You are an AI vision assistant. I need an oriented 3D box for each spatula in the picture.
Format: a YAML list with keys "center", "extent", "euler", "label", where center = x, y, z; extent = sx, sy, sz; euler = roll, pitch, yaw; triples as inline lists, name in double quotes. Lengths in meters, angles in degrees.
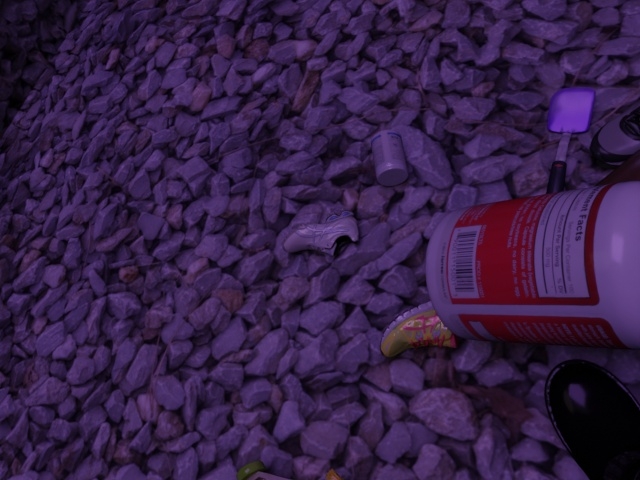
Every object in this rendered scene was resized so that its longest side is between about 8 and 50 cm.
- center: [0.471, -0.169, 1.109]
  extent: [0.084, 0.030, 0.296]
  euler: [8, 70, 29]
  label: "spatula"

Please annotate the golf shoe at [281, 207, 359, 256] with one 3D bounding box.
- center: [0.000, 0.000, 1.223]
  extent: [0.176, 0.069, 0.086]
  euler: [-24, 64, 14]
  label: "golf shoe"

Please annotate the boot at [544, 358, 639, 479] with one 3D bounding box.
- center: [0.420, 0.296, 0.759]
  extent: [0.131, 0.260, 0.348]
  euler: [-28, 57, 9]
  label: "boot"

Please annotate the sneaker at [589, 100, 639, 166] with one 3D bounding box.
- center: [0.616, -0.236, 1.031]
  extent: [0.271, 0.108, 0.100]
  euler: [-32, 58, 9]
  label: "sneaker"

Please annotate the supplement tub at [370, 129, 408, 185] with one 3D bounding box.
- center: [0.150, -0.181, 1.240]
  extent: [0.071, 0.071, 0.107]
  euler: [-15, 60, 18]
  label: "supplement tub"

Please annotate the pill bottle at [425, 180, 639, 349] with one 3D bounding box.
- center: [0.375, 0.040, 0.826]
  extent: [0.408, 0.229, 0.229]
  euler: [-7, 60, 50]
  label: "pill bottle"

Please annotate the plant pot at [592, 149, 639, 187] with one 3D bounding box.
- center: [0.531, -0.059, 0.955]
  extent: [0.165, 0.167, 0.167]
  euler: [-42, 55, -8]
  label: "plant pot"

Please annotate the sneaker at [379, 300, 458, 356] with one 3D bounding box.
- center: [0.206, 0.164, 1.035]
  extent: [0.208, 0.081, 0.094]
  euler: [-32, 58, 6]
  label: "sneaker"

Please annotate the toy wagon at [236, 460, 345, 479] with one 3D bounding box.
- center: [-0.084, 0.529, 0.994]
  extent: [0.344, 0.068, 0.267]
  euler: [-37, 56, 3]
  label: "toy wagon"
